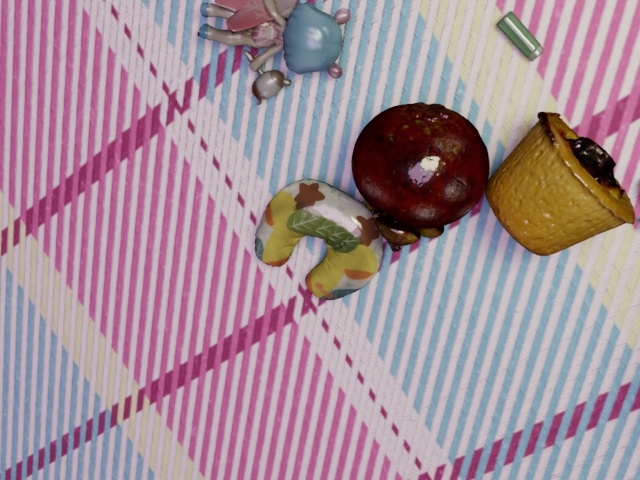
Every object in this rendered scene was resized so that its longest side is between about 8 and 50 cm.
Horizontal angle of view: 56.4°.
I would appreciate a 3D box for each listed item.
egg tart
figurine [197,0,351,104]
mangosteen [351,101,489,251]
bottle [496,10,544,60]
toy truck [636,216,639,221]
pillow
[{"bbox_3d":[0.361,-0.079,0.910,0.215,0.215,0.171,47,120,-1],"label":"egg tart"},{"bbox_3d":[-0.087,-0.327,1.004,0.260,0.103,0.205,14,107,9],"label":"figurine"},{"bbox_3d":[0.154,-0.091,0.960,0.215,0.215,0.257,13,127,10],"label":"mangosteen"},{"bbox_3d":[0.317,-0.322,0.944,0.030,0.030,0.083,-42,92,19],"label":"bottle"},{"bbox_3d":[0.541,-0.061,0.947,0.073,0.056,0.090,8,118,6],"label":"toy truck"},{"bbox_3d":[0.000,0.000,1.083,0.233,0.086,0.214,33,120,1],"label":"pillow"}]
